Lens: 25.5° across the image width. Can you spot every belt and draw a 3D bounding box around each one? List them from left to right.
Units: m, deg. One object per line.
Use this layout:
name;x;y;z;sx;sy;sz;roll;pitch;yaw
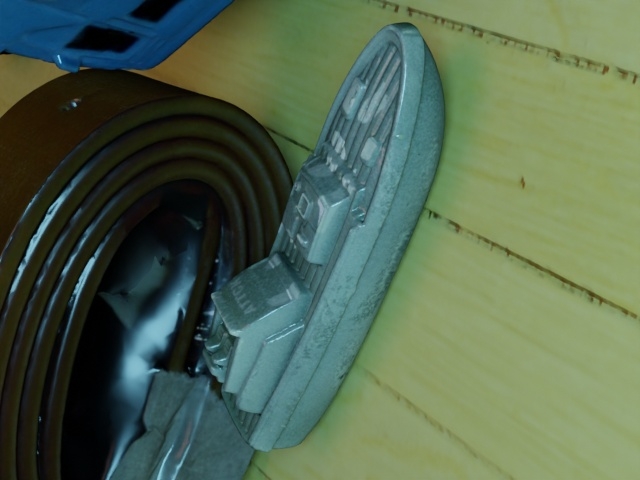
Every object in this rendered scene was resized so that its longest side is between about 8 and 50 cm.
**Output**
belt;-0.135;0.068;0.860;0.122;0.217;0.338;23;100;52

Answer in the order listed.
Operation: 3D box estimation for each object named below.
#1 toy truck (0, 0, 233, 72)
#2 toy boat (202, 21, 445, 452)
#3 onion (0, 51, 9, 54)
toy truck;-0.055;-0.238;0.744;0.385;0.162;0.161;-35;60;32
toy boat;0.000;0.000;0.766;0.078;0.085;0.260;57;132;48
onion;-0.330;-0.277;1.328;0.173;0.135;0.198;-27;60;52
